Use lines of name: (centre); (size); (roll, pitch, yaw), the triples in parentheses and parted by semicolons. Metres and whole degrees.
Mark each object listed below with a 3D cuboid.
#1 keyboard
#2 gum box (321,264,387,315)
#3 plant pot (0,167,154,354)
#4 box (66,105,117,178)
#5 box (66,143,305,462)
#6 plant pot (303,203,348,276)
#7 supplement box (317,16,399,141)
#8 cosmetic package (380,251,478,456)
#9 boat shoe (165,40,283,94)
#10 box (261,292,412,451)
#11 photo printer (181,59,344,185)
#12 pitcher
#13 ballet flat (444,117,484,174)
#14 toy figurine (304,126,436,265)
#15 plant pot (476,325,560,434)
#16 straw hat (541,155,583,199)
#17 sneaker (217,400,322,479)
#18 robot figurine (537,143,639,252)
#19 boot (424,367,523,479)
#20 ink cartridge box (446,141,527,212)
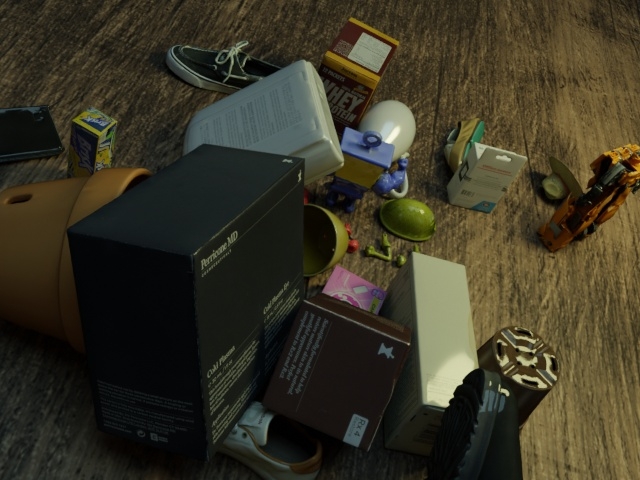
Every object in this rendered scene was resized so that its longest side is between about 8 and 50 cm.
keyboard: (-0.654, -0.212, 1.360); (0.317, 0.033, 0.201); (-12, 62, -32)
gum box: (0.038, 0.138, 1.321); (0.107, 0.062, 0.188); (28, 45, 2)
plant pot: (-0.373, 0.027, 1.116); (0.204, 0.290, 0.290); (6, 46, 5)
box: (-0.408, -0.152, 1.314); (0.059, 0.169, 0.054); (30, 46, 3)
box: (-0.164, 0.067, 1.052); (0.179, 0.312, 0.343); (11, 28, 18)
plant pot: (0.000, 0.000, 1.399); (0.134, 0.134, 0.095); (51, 25, 23)
supplement box: (0.064, -0.364, 1.694); (0.129, 0.191, 0.194); (27, 45, 0)
cosmetic package: (0.182, 0.192, 1.269); (0.113, 0.160, 0.309); (15, 47, -12)
boat shoe: (-0.193, -0.387, 1.665); (0.306, 0.105, 0.113); (23, 45, -2)
box: (0.033, 0.189, 1.125); (0.167, 0.168, 0.203); (22, 2, 8)
photo printer: (-0.124, -0.185, 1.415); (0.308, 0.107, 0.256); (-24, 50, 12)
pitcher: (0.151, -0.204, 1.653); (0.178, 0.125, 0.207); (47, 47, -18)
ballet flat: (0.335, -0.220, 1.782); (0.073, 0.080, 0.232); (8, 38, 22)
toy figurine: (0.094, -0.113, 1.464); (0.363, 0.217, 0.191); (21, 45, -4)
plant pot: (0.315, 0.243, 1.274); (0.167, 0.165, 0.167); (12, 47, -13)
straw hat: (0.571, -0.130, 1.791); (0.061, 0.144, 0.144); (-31, 61, 2)
sneaker: (-0.124, 0.261, 1.100); (0.290, 0.123, 0.106); (26, 47, 2)
robot figurine: (0.606, -0.098, 1.619); (0.211, 0.291, 0.085); (-18, 59, -36)
boot: (0.373, 0.411, 1.061); (0.445, 0.366, 0.146); (16, 2, -4)
ink cartridge box: (0.367, -0.150, 1.640); (0.104, 0.180, 0.060); (13, 47, -13)
